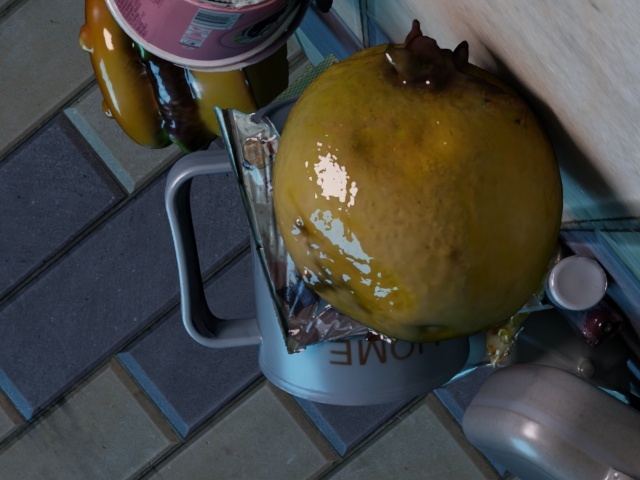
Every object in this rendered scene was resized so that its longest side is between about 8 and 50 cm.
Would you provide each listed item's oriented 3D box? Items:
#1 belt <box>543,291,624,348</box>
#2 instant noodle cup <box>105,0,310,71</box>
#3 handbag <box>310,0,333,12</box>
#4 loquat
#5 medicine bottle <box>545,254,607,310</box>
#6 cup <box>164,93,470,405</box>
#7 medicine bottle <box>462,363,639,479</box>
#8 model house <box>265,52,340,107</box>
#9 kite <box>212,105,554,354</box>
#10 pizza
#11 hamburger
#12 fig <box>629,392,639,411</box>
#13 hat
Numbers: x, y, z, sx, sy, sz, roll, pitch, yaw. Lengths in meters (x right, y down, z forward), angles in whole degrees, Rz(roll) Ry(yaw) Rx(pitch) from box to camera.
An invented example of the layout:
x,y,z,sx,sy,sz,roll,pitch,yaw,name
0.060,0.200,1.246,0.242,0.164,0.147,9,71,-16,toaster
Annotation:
x,y,z,sx,sy,sz,roll,pitch,yaw,name
0.292,0.062,1.357,0.071,0.053,0.232,58,179,-27,belt
-0.098,-0.287,1.095,0.244,0.244,0.255,51,174,-10,instant noodle cup
-0.086,-0.387,1.345,0.175,0.088,0.270,43,177,44,handbag
0.077,-0.045,0.886,0.244,0.244,0.244,51,-177,-3,loquat
0.263,0.045,1.180,0.057,0.057,0.089,51,-177,8,medicine bottle
0.011,-0.008,1.361,0.257,0.331,0.311,-46,-43,-56,cup
0.347,0.272,1.268,0.375,0.123,0.282,35,171,-4,medicine bottle
0.033,-0.181,1.701,0.271,0.178,0.206,55,-170,23,model house
0.051,-0.013,1.191,0.406,0.368,0.014,31,-152,1,kite
0.219,0.060,1.337,0.036,0.176,0.184,19,-170,-10,pizza
-0.225,-0.333,1.882,0.396,0.277,0.395,-6,-90,-78,hamburger
0.388,0.257,1.657,0.321,0.217,0.217,64,178,-18,fig
0.287,0.098,1.501,0.258,0.168,0.301,16,-137,-21,hat
